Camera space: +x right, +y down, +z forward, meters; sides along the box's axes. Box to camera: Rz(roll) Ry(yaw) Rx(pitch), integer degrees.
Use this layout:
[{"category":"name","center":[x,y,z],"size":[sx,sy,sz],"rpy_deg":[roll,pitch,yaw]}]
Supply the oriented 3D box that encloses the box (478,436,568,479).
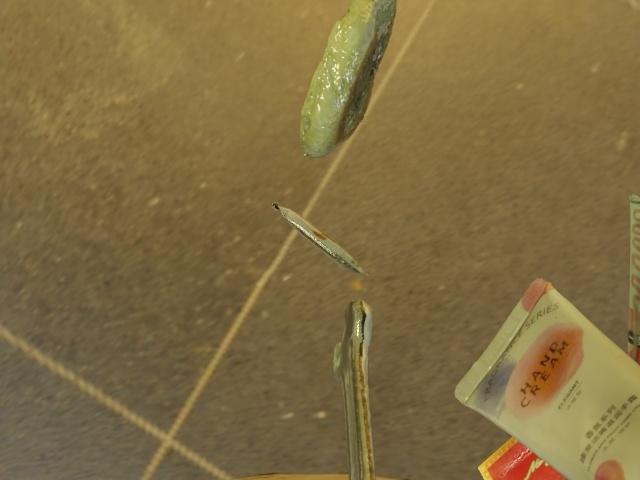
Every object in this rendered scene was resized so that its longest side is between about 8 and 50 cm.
[{"category":"box","center":[0.278,0.278,1.669],"size":[0.074,0.153,0.240],"rpy_deg":[25,25,-42]}]

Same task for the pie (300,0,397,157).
[{"category":"pie","center":[0.030,-0.164,1.600],"size":[0.041,0.187,0.187],"rpy_deg":[23,70,9]}]

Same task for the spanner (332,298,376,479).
[{"category":"spanner","center":[0.026,0.149,1.025],"size":[0.017,0.071,0.302],"rpy_deg":[9,36,-9]}]

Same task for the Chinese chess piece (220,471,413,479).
[{"category":"Chinese chess piece","center":[-0.036,0.251,1.334],"size":[0.257,0.257,0.104],"rpy_deg":[-1,88,-21]}]

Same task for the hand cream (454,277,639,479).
[{"category":"hand cream","center":[0.204,0.130,1.223],"size":[0.077,0.340,0.124],"rpy_deg":[33,94,-29]}]

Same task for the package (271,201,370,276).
[{"category":"package","center":[0.000,0.000,1.481],"size":[0.110,0.037,0.015],"rpy_deg":[38,93,2]}]

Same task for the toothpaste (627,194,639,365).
[{"category":"toothpaste","center":[0.341,0.054,1.709],"size":[0.036,0.056,0.205],"rpy_deg":[-23,121,-39]}]
